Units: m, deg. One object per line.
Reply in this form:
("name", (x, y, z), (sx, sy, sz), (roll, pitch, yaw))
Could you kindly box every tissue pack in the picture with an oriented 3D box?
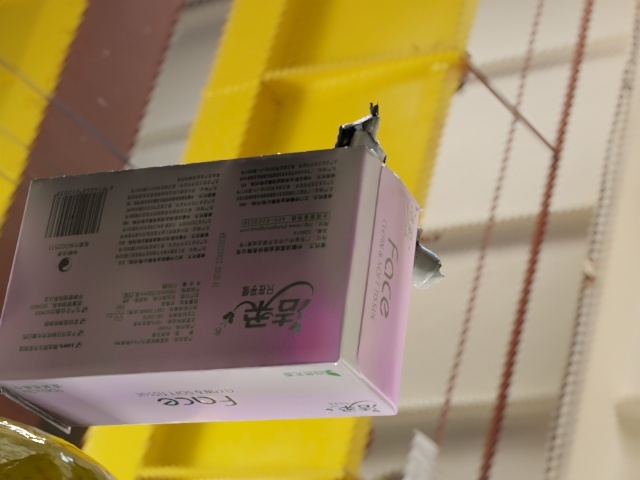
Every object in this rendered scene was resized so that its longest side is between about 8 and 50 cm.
("tissue pack", (-0.072, 0.035, 1.048), (0.246, 0.092, 0.148), (-4, -118, 26))

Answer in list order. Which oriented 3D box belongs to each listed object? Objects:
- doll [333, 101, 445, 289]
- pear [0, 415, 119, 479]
("doll", (0.000, 0.000, 1.341), (0.192, 0.095, 0.149), (-31, -102, 15))
("pear", (-0.189, 0.270, 1.120), (0.191, 0.340, 0.386), (-13, -166, 11))
